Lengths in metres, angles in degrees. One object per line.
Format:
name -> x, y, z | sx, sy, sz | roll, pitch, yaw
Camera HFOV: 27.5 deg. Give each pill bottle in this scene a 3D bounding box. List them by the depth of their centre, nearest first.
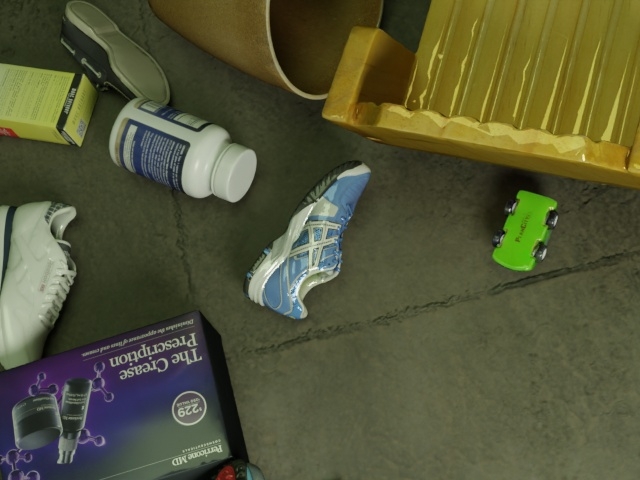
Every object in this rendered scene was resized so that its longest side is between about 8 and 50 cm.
pill bottle -> -0.168, -0.108, 1.618 | 0.169, 0.094, 0.094 | 23, 74, 20

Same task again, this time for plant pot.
plant pot -> -0.087, -0.314, 1.637 | 0.254, 0.237, 0.237 | 16, 71, 35

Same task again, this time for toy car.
toy car -> 0.259, -0.060, 1.527 | 0.239, 0.053, 0.225 | 19, 73, 20

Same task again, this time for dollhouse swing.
dollhouse swing -> 0.233, -0.233, 1.430 | 0.346, 0.315, 0.305 | 13, 91, 18

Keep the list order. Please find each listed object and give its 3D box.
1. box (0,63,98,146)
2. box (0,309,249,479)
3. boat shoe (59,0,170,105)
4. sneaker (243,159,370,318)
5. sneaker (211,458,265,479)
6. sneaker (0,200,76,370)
box -> -0.418, -0.185, 1.726 | 0.232, 0.058, 0.087 | 8, 69, 15
box -> -0.230, 0.212, 1.492 | 0.261, 0.103, 0.184 | -18, 67, 4
boat shoe -> -0.274, -0.231, 1.725 | 0.206, 0.075, 0.065 | 47, 126, 20
sneaker -> 0.000, 0.000, 1.551 | 0.081, 0.080, 0.211 | 35, 88, 17
sneaker -> -0.058, 0.363, 1.388 | 0.104, 0.125, 0.262 | -26, 66, 41
sneaker -> -0.348, 0.058, 1.595 | 0.094, 0.090, 0.235 | -4, 67, 0
